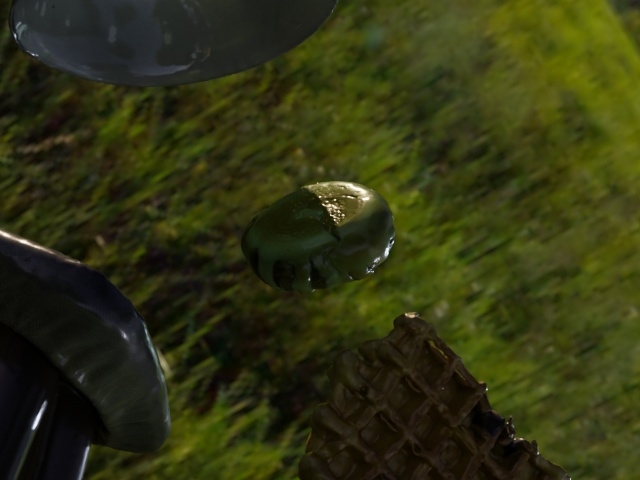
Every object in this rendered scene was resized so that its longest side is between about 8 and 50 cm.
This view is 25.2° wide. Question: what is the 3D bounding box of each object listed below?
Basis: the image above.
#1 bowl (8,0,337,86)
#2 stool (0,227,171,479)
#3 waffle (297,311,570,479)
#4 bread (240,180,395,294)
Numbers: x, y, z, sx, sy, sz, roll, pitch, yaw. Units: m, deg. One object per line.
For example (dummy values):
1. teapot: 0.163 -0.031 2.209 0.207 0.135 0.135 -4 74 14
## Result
1. bowl: -0.144 -0.280 1.369 0.313 0.313 0.146 31 46 -63
2. stool: -0.292 0.123 1.036 0.310 0.310 0.226 88 25 -61
3. waffle: 0.103 0.215 1.275 0.065 0.283 0.309 8 -81 61
4. bread: 0.000 0.000 1.310 0.130 0.139 0.071 41 -25 50
